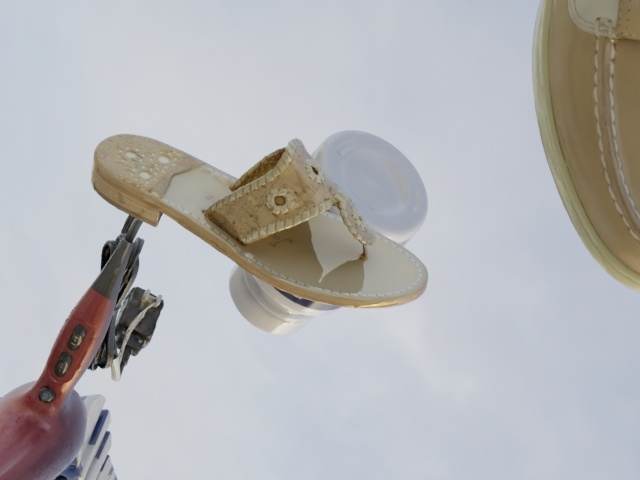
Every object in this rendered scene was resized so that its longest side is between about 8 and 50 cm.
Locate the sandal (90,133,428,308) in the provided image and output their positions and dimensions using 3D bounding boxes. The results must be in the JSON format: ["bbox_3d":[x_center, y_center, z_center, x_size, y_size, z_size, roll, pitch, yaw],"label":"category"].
[{"bbox_3d":[-0.038,-0.034,1.266,0.240,0.088,0.079,21,-52,12],"label":"sandal"}]

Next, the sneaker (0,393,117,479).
[{"bbox_3d":[-0.334,0.285,2.242,0.182,0.127,0.315,11,-51,12],"label":"sneaker"}]

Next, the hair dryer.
[{"bbox_3d":[-0.218,0.102,1.562,0.080,0.293,0.223,23,-29,10],"label":"hair dryer"}]

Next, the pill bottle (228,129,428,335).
[{"bbox_3d":[0.000,0.000,1.682,0.187,0.112,0.112,-47,-121,43],"label":"pill bottle"}]

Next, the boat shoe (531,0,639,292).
[{"bbox_3d":[0.165,-0.127,0.882,0.098,0.109,0.302,141,-45,-71],"label":"boat shoe"}]
